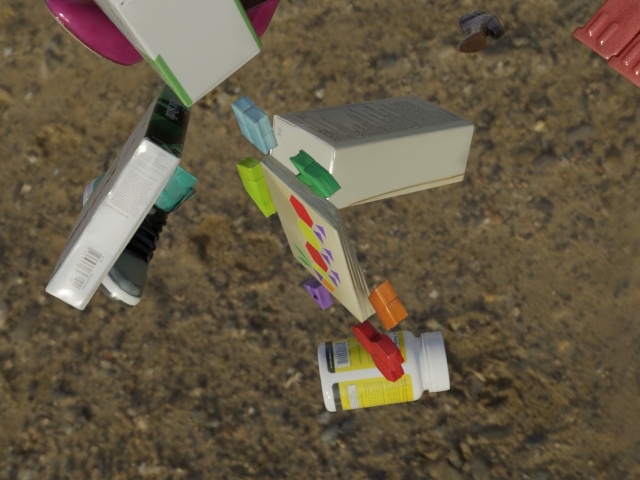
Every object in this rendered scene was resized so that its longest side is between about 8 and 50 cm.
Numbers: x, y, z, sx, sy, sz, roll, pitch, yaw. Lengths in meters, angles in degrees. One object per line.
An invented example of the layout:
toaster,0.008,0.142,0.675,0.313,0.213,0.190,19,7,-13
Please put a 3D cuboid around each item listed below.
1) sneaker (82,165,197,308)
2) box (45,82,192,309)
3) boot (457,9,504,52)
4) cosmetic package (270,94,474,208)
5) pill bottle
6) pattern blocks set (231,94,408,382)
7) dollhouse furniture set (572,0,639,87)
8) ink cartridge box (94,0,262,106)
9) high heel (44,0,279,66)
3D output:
sneaker,-0.270,-0.043,1.497,0.178,0.124,0.295,-39,40,17
box,-0.256,-0.072,1.282,0.232,0.058,0.322,-54,17,15
boot,0.293,-0.405,1.867,0.119,0.042,0.087,-22,47,-21
cosmetic package,0.086,-0.151,1.596,0.160,0.310,0.113,35,128,43
pill bottle,0.106,0.215,1.623,0.209,0.119,0.119,-8,53,3
pattern blocks set,0.000,0.000,1.046,0.026,0.324,0.285,-36,61,-14
dollhouse furniture set,0.601,-0.429,1.569,0.152,0.201,0.374,44,111,8
ink cartridge box,-0.210,-0.311,1.060,0.117,0.201,0.278,-40,65,-4
high heel,-0.212,-0.339,1.372,0.181,0.377,0.127,-41,75,23
